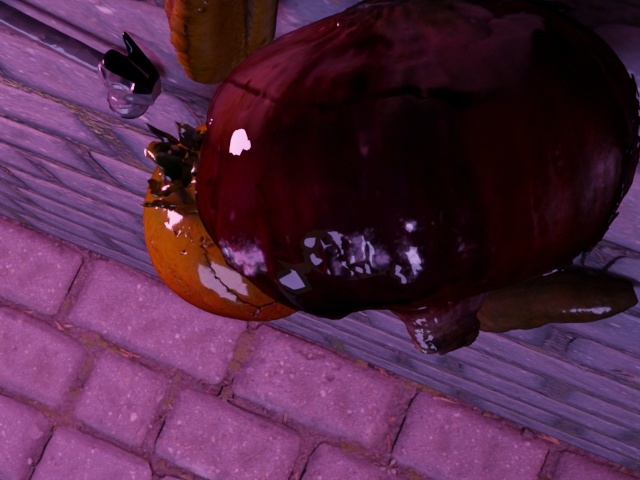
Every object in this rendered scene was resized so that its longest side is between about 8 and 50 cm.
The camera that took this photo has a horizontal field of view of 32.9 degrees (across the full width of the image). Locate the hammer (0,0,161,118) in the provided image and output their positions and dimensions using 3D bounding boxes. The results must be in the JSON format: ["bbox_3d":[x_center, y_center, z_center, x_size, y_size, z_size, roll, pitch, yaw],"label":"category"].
[{"bbox_3d":[-0.349,-0.235,1.040,0.427,0.044,0.152,25,168,-8],"label":"hammer"}]

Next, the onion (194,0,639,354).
[{"bbox_3d":[0.058,-0.034,0.623,0.252,0.252,0.219,8,119,54],"label":"onion"}]

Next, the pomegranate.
[{"bbox_3d":[-0.078,-0.025,1.049,0.210,0.210,0.235,13,165,44],"label":"pomegranate"}]

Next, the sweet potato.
[{"bbox_3d":[0.238,0.063,1.194,0.075,0.075,0.273,28,164,-21],"label":"sweet potato"}]

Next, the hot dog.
[{"bbox_3d":[-0.061,-0.166,0.686,0.088,0.061,0.286,-17,174,-12],"label":"hot dog"}]
